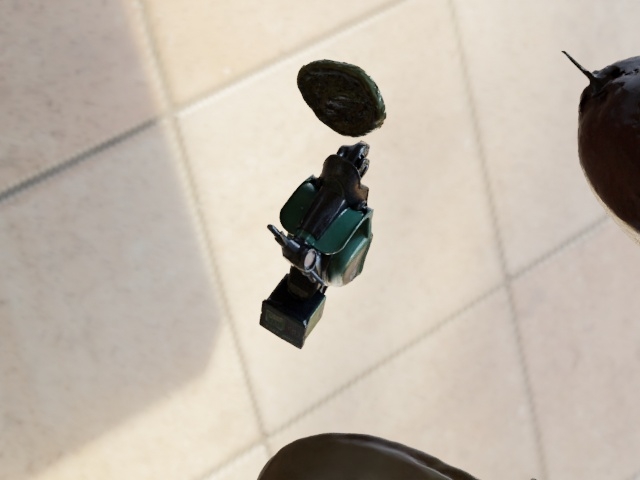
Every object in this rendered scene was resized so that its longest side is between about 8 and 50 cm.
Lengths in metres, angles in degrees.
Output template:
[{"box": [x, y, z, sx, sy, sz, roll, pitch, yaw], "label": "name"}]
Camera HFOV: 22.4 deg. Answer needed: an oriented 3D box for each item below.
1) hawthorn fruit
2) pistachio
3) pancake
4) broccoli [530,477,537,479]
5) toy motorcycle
[{"box": [0.304, -0.092, 1.409, 0.181, 0.181, 0.235, -38, 82, -27], "label": "hawthorn fruit"}, {"box": [0.038, 0.167, 0.895, 0.108, 0.185, 0.126, -20, 108, -50], "label": "pistachio"}, {"box": [0.022, -0.149, 1.687, 0.017, 0.108, 0.108, -54, 130, -34], "label": "pancake"}, {"box": [0.260, 0.416, 1.694, 0.293, 0.348, 0.281, 40, 72, 1], "label": "broccoli"}, {"box": [0.000, 0.000, 1.155, 0.100, 0.058, 0.173, -54, 168, -28], "label": "toy motorcycle"}]
